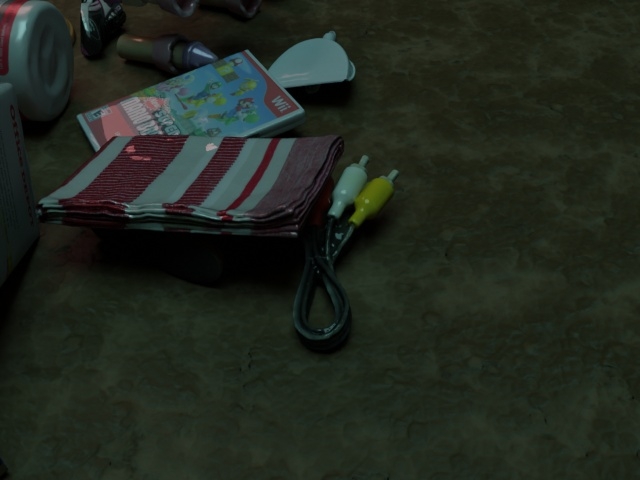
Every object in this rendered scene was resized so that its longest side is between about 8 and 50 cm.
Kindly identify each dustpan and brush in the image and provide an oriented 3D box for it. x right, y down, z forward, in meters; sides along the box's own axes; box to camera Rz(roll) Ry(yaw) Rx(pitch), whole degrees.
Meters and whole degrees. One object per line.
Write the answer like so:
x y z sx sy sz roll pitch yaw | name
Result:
-0.004 -0.292 1.354 0.147 0.060 0.211 -3 48 19 | dustpan and brush

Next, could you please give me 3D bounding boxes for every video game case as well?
-0.191 -0.177 1.228 0.285 0.025 0.204 -25 47 -15 | video game case

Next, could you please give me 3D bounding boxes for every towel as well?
-0.153 -0.081 1.042 0.329 0.037 0.237 3 30 14 | towel

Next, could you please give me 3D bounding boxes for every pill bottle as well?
-0.549 -0.273 1.255 0.318 0.176 0.176 4 43 6 | pill bottle

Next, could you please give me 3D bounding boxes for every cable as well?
0.000 0.000 1.013 0.139 0.072 0.287 7 42 15 | cable

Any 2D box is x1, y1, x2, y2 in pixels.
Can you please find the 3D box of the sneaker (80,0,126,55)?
-0.374 -0.384 1.454 0.077 0.072 0.178 0 47 -13 | sneaker

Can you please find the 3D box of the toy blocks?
-0.179 -0.449 1.336 0.260 0.309 0.288 14 45 26 | toy blocks

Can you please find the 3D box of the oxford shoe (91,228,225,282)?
-0.191 -0.015 1.040 0.212 0.076 0.076 26 40 27 | oxford shoe

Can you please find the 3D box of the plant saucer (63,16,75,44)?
-0.524 -0.352 1.445 0.200 0.037 0.200 -1 43 1 | plant saucer

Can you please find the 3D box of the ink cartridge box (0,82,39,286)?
-0.412 -0.047 0.924 0.117 0.201 0.278 -4 21 -2 | ink cartridge box

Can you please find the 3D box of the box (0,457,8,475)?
-0.375 0.168 0.727 0.036 0.225 0.136 17 44 37 | box
